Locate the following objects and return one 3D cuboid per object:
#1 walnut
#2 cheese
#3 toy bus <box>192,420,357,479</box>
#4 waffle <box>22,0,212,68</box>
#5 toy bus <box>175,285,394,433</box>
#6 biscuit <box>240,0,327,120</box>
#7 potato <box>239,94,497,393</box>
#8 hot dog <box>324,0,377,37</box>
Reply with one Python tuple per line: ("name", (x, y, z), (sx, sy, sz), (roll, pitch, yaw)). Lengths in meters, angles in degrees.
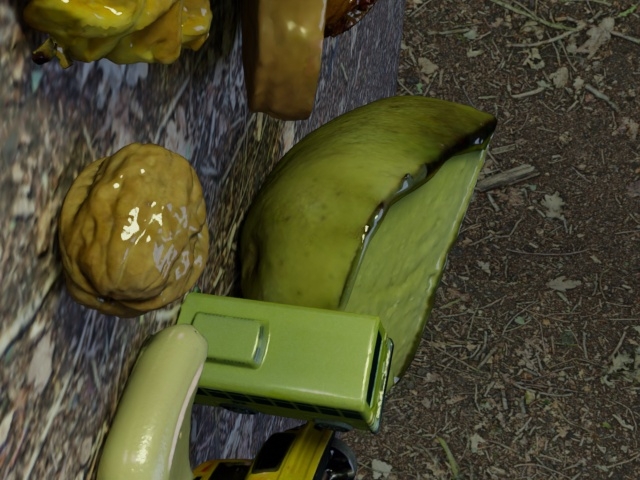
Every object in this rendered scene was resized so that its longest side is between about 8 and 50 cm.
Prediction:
("walnut", (-0.099, -0.006, 0.542), (0.079, 0.083, 0.096), (-45, -155, 49))
("cheese", (-0.124, 0.169, 0.663), (0.235, 0.050, 0.127), (-73, 171, -58))
("toy bus", (-0.068, 0.317, 0.925), (0.145, 0.151, 0.331), (-55, 156, -62))
("waffle", (-0.081, -0.225, 0.448), (0.329, 0.062, 0.329), (9, 90, -84))
("toy bus", (-0.035, 0.096, 0.816), (0.101, 0.175, 0.088), (65, 34, -66))
("biscuit", (-0.020, -0.282, 0.724), (0.385, 0.062, 0.365), (-93, -170, -63))
("potato", (0.000, 0.000, 1.022), (0.280, 0.213, 0.330), (-14, 124, -63))
("hot dog", (0.028, -0.329, 1.098), (0.160, 0.099, 0.226), (11, 91, -83))
